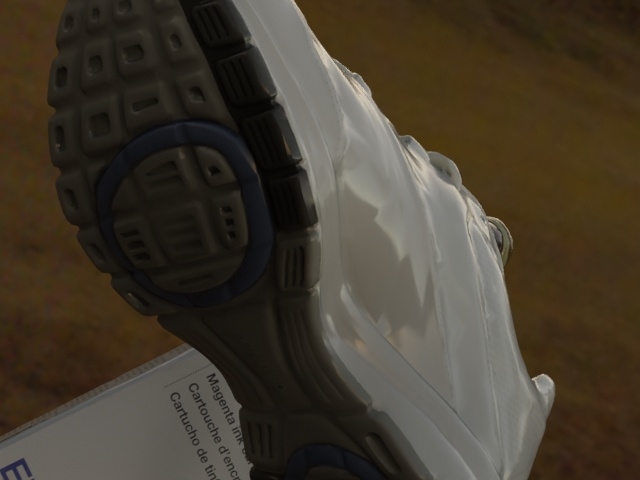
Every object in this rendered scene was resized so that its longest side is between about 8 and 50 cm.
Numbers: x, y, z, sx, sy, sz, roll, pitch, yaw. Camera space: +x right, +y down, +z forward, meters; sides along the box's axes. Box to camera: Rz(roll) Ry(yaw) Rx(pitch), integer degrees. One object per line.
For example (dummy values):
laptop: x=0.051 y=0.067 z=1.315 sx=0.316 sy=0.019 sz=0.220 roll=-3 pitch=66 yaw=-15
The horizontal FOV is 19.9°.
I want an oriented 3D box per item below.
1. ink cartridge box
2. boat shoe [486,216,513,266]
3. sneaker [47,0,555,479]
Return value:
ink cartridge box: x=-0.073 y=0.246 z=1.481 sx=0.324 sy=0.330 sz=0.071 roll=64 pitch=-7 yaw=-6
boat shoe: x=0.057 y=0.026 z=1.243 sx=0.049 sy=0.152 sz=0.056 roll=17 pitch=43 yaw=-61
sneaker: x=0.000 y=0.000 z=0.686 sx=0.111 sy=0.297 sz=0.129 roll=-3 pitch=35 yaw=36
